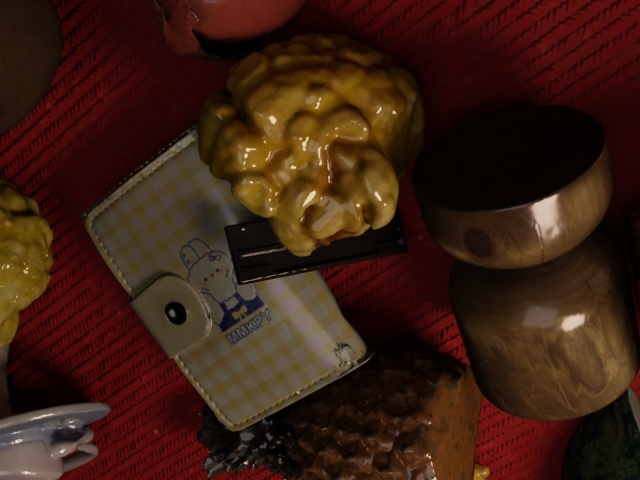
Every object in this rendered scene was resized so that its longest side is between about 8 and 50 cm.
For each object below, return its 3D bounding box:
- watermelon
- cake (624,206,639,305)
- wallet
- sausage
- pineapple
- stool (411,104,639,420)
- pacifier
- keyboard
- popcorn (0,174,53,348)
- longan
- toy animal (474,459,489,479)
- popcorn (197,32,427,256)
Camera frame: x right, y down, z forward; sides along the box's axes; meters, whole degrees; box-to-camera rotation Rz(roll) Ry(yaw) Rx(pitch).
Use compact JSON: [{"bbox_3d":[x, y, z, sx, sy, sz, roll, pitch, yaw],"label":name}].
[{"bbox_3d":[0.390,0.343,0.998,0.176,0.260,0.256,-2,133,-2],"label":"watermelon"},{"bbox_3d":[0.471,0.065,0.805,0.290,0.255,0.282,-25,110,26],"label":"cake"},{"bbox_3d":[-0.110,0.046,0.960,0.223,0.077,0.309,-32,89,19],"label":"wallet"},{"bbox_3d":[-0.056,-0.287,0.789,0.152,0.152,0.279,37,118,-8],"label":"sausage"},{"bbox_3d":[0.011,0.231,1.015,0.362,0.202,0.202,-5,115,26],"label":"pineapple"},{"bbox_3d":[0.208,0.025,0.850,0.179,0.179,0.264,-11,122,16],"label":"stool"},{"bbox_3d":[-0.421,0.210,1.104,0.299,0.244,0.233,-18,80,5],"label":"pacifier"},{"bbox_3d":[0.000,0.000,0.914,0.202,0.011,0.067,-10,78,-25],"label":"keyboard"},{"bbox_3d":[-0.435,0.036,0.983,0.250,0.235,0.242,-44,83,13],"label":"popcorn"},{"bbox_3d":[-0.393,-0.195,0.845,0.258,0.258,0.258,4,116,9],"label":"longan"},{"bbox_3d":[0.174,0.345,1.103,0.083,0.070,0.159,-1,120,9],"label":"toy animal"},{"bbox_3d":[0.003,-0.094,0.832,0.200,0.203,0.226,-46,141,21],"label":"popcorn"}]
